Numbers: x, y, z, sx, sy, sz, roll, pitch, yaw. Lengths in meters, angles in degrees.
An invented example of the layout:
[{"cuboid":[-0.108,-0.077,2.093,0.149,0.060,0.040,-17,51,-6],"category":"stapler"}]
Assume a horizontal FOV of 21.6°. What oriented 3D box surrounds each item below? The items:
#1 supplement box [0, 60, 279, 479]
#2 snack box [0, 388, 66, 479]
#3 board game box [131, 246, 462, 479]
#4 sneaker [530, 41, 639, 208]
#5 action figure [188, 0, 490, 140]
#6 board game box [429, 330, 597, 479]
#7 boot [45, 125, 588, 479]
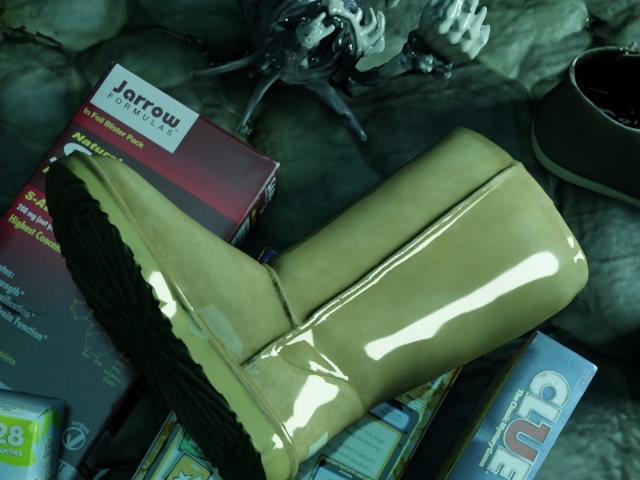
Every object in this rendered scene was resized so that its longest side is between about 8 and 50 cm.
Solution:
[{"cuboid":[-0.142,0.023,1.050,0.130,0.073,0.239,32,77,4],"category":"supplement box"},{"cuboid":[-0.250,0.182,0.969,0.175,0.070,0.207,8,95,6],"category":"snack box"},{"cuboid":[-0.019,0.124,1.045,0.147,0.045,0.193,29,77,4],"category":"board game box"},{"cuboid":[0.248,-0.056,1.062,0.222,0.118,0.083,13,76,1],"category":"sneaker"},{"cuboid":[0.042,-0.179,1.074,0.276,0.141,0.164,-41,93,-12],"category":"action figure"},{"cuboid":[0.069,0.177,0.975,0.042,0.165,0.243,32,78,5],"category":"board game box"},{"cuboid":[0.000,0.000,1.007,0.269,0.089,0.236,-32,87,-32],"category":"boot"}]
